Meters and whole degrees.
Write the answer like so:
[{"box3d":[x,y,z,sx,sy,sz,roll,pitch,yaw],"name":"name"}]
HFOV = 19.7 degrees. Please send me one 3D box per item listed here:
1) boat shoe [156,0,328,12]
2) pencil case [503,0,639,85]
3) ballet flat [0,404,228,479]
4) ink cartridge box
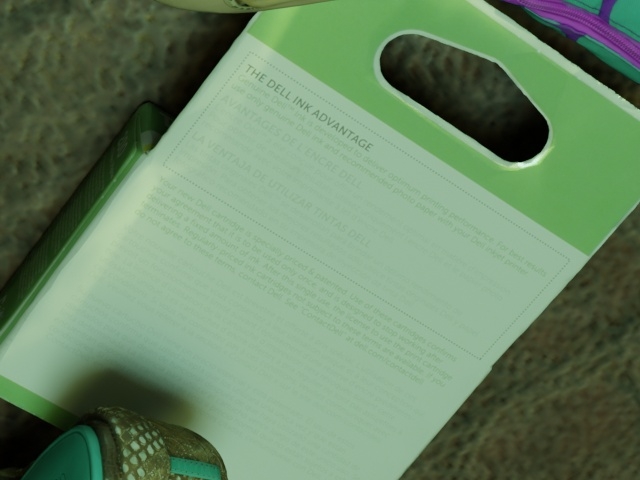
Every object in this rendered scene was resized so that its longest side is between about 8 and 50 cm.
[{"box3d":[0.094,-0.150,0.583,0.341,0.122,0.110,-9,149,1],"name":"boat shoe"},{"box3d":[0.128,-0.081,0.679,0.151,0.070,0.064,31,152,-19],"name":"pencil case"},{"box3d":[-0.101,0.118,0.723,0.067,0.073,0.206,9,158,-32],"name":"ballet flat"},{"box3d":[0.000,0.000,0.715,0.171,0.056,0.235,32,109,-20],"name":"ink cartridge box"}]
